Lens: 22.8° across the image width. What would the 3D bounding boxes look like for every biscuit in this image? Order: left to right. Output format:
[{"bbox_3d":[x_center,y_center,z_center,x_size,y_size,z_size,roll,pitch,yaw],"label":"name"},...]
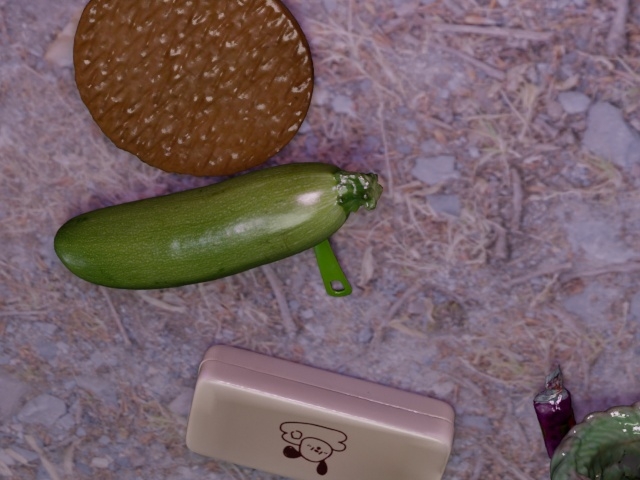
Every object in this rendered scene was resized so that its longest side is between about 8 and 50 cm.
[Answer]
[{"bbox_3d":[-0.133,-0.180,1.662,0.262,0.037,0.262,5,127,7],"label":"biscuit"}]

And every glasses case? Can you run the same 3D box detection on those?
[{"bbox_3d":[-0.002,0.225,1.910,0.313,0.070,0.131,15,127,0],"label":"glasses case"}]

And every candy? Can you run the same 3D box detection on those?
[{"bbox_3d":[0.278,0.214,1.865,0.043,0.045,0.175,-3,125,20],"label":"candy"}]

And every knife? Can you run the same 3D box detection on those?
[{"bbox_3d":[-0.001,0.001,1.779,0.078,0.022,0.166,-4,124,20],"label":"knife"}]

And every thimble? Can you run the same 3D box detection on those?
[{"bbox_3d":[0.373,0.292,1.807,0.219,0.219,0.150,-5,127,14],"label":"thimble"}]

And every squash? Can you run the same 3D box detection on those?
[{"bbox_3d":[-0.119,-0.011,1.732,0.395,0.107,0.107,-13,122,23],"label":"squash"}]
